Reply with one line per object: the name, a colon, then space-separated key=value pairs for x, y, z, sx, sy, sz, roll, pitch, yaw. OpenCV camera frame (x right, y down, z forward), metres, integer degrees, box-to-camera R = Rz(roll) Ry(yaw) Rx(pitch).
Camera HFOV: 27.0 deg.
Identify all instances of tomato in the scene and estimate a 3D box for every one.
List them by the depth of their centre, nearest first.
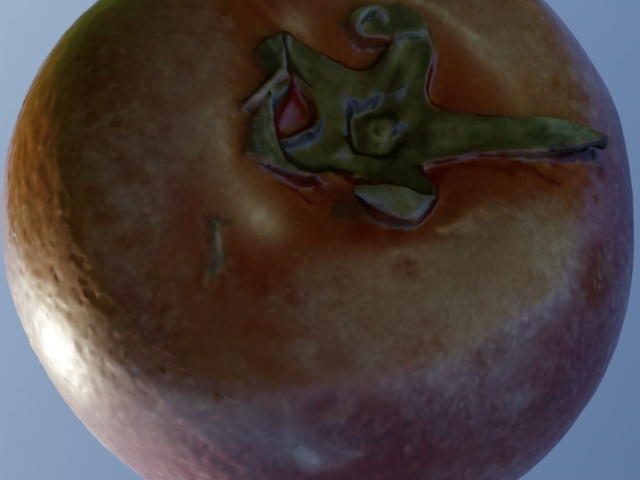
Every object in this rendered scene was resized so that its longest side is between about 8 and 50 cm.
tomato: x=0.000 y=0.000 z=0.583 sx=0.270 sy=0.270 sz=0.227 roll=-50 pitch=174 yaw=-31
